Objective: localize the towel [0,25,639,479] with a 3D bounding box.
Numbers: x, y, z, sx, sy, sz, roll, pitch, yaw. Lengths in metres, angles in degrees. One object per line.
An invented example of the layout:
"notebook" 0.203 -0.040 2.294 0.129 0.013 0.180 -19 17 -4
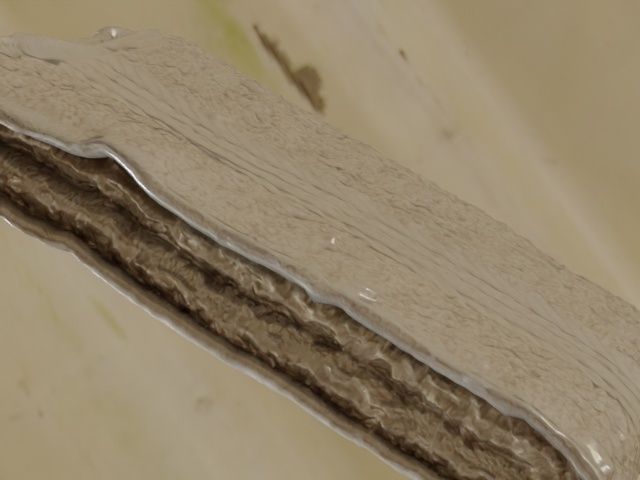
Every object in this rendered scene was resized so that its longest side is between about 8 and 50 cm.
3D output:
"towel" 0.000 0.000 0.673 0.049 0.282 0.187 -64 -17 17
